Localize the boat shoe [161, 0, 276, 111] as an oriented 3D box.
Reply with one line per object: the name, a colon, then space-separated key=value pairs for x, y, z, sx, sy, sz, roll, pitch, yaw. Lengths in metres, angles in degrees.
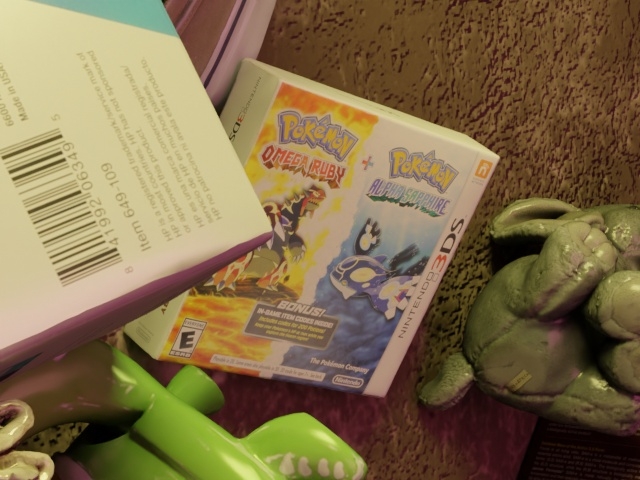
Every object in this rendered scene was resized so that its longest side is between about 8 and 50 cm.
boat shoe: x=-0.056 y=-0.218 z=0.893 sx=0.094 sy=0.109 sz=0.302 roll=6 pitch=99 yaw=-61

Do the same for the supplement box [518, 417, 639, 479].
supplement box: x=0.206 y=0.228 z=1.170 sx=0.073 sy=0.130 sz=0.239 roll=40 pitch=65 yaw=-36

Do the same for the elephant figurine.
elephant figurine: x=0.207 y=0.032 z=1.166 sx=0.239 sy=0.186 sz=0.169 roll=-58 pitch=168 yaw=-58

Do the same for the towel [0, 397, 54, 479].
towel: x=-0.244 y=0.147 z=0.639 sx=0.187 sy=0.282 sz=0.049 roll=-18 pitch=80 yaw=-42

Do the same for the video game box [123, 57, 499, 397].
video game box: x=0.000 y=0.000 z=0.981 sx=0.205 sy=0.048 sz=0.187 roll=14 pitch=103 yaw=-43

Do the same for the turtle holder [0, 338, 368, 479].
turtle holder: x=-0.076 y=0.196 z=0.824 sx=0.227 sy=0.243 sz=0.320 roll=-49 pitch=135 yaw=-13

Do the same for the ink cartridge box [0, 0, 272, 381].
ink cartridge box: x=-0.207 y=-0.016 z=0.664 sx=0.270 sy=0.197 sz=0.198 roll=-25 pitch=88 yaw=-31
